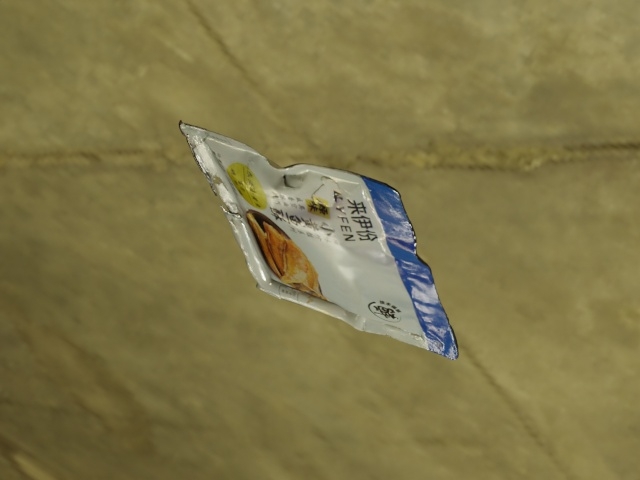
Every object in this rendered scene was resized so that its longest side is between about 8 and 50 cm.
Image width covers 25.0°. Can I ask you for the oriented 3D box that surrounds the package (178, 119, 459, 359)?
[{"bbox_3d":[0.000,0.000,0.919,0.173,0.027,0.171,20,148,36],"label":"package"}]
